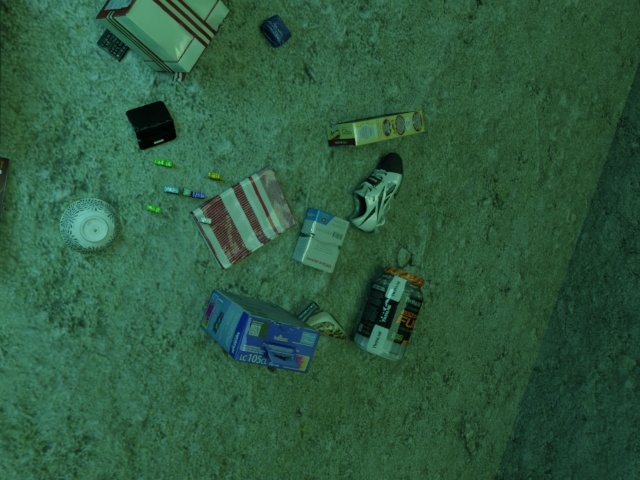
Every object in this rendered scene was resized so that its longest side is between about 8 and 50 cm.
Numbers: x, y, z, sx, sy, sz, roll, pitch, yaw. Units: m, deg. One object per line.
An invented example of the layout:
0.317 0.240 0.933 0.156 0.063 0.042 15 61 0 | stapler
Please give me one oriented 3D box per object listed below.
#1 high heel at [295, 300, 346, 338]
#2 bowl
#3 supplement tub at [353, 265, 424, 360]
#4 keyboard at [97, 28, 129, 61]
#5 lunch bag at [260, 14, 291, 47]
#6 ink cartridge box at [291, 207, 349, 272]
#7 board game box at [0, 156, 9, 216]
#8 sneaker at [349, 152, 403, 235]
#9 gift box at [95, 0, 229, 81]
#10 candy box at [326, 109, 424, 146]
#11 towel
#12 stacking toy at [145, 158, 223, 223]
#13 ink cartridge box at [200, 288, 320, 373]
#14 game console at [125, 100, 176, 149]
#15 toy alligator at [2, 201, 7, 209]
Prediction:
-0.024 0.353 2.042 0.186 0.093 0.261 -43 128 3 | high heel
-0.670 -0.038 1.580 0.170 0.080 0.170 -5 100 -31 | bowl
0.277 0.284 2.120 0.207 0.207 0.338 21 87 -31 | supplement tub
-0.563 -0.615 1.586 0.108 0.023 0.180 36 80 -30 | keyboard
-0.154 -0.696 1.789 0.065 0.067 0.098 -49 117 -15 | lunch bag
0.000 0.000 1.980 0.148 0.085 0.203 21 88 -32 | ink cartridge box
-0.914 -0.094 1.404 0.144 0.027 0.282 9 74 -33 | board game box
0.209 -0.195 2.053 0.146 0.122 0.331 22 86 -33 | sneaker
-0.427 -0.612 1.508 0.258 0.276 0.255 38 83 -45 | gift box
0.203 -0.412 1.979 0.316 0.182 0.088 -16 106 -28 | candy box
-0.254 -0.078 1.847 0.328 0.037 0.237 -34 112 -22 | towel
-0.434 -0.153 1.713 0.221 0.052 0.167 12 84 -20 | stacking toy
-0.188 0.297 1.734 0.269 0.395 0.151 19 88 -31 | ink cartridge box
-0.521 -0.355 1.658 0.122 0.071 0.107 -26 140 -24 | game console
-0.939 -0.056 1.438 0.051 0.056 0.189 39 64 15 | toy alligator
